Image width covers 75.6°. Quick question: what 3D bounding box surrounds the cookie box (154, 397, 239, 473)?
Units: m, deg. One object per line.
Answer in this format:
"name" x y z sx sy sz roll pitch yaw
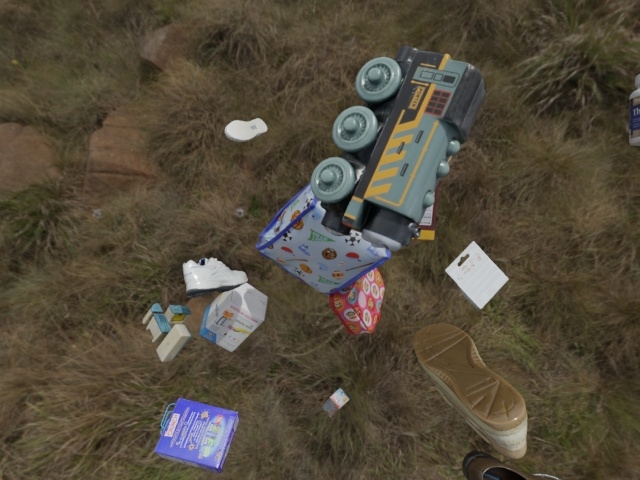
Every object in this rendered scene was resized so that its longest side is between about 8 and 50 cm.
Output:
"cookie box" -0.202 0.323 0.688 0.107 0.040 0.091 12 47 6

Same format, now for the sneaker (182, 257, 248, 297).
"sneaker" -0.361 0.119 1.450 0.111 0.297 0.129 -24 78 20

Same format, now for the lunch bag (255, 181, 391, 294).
"lunch bag" 0.000 0.000 1.416 0.328 0.385 0.238 35 40 -16

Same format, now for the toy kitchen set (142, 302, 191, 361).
"toy kitchen set" -0.485 0.295 1.423 0.122 0.166 0.207 -51 57 14

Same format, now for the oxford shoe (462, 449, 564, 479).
"oxford shoe" 0.369 0.446 0.713 0.227 0.096 0.082 16 78 5

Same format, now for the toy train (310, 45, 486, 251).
"toy train" 0.121 -0.147 0.664 0.190 0.142 0.333 25 91 30

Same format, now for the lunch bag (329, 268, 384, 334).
"lunch bag" 0.165 0.222 1.648 0.120 0.258 0.293 -16 30 34

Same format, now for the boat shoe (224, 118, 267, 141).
"boat shoe" -0.233 -0.324 1.237 0.063 0.184 0.066 -29 102 33

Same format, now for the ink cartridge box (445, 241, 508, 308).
"ink cartridge box" 0.667 0.149 1.781 0.189 0.066 0.232 -44 90 -8

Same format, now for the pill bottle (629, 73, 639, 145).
"pill bottle" 0.582 -0.231 0.723 0.067 0.067 0.120 -1 92 6

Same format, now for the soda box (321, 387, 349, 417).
"soda box" 0.060 0.667 1.690 0.063 0.183 0.058 -32 69 -29

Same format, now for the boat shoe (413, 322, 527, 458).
"boat shoe" 0.288 0.288 0.842 0.122 0.341 0.110 -21 110 -2

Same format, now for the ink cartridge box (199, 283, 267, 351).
"ink cartridge box" -0.364 0.312 1.744 0.171 0.168 0.232 36 112 -21

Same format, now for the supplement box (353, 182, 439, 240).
"supplement box" 0.153 -0.108 0.896 0.129 0.191 0.194 3 96 -13

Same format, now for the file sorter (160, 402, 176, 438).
"file sorter" -0.522 0.701 1.514 0.105 0.170 0.118 10 26 -5
